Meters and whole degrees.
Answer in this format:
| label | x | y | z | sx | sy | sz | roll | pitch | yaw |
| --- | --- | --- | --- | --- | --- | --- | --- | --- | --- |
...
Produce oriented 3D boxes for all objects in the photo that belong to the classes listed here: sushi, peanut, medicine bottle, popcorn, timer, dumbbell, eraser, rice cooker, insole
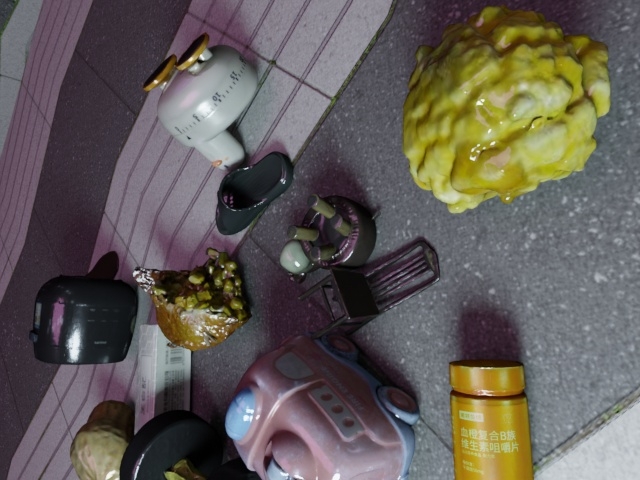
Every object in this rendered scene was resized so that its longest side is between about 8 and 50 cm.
| label | x | y | z | sx | sy | sz | roll | pitch | yaw |
| --- | --- | --- | --- | --- | --- | --- | --- | --- | --- |
| sushi | -0.272 | 0.122 | 1.039 | 0.296 | 0.166 | 0.179 | 24 | 124 | 48 |
| peanut | -0.527 | 0.496 | 1.186 | 0.159 | 0.143 | 0.291 | 66 | 169 | -24 |
| medicine bottle | 0.214 | 0.251 | 0.607 | 0.096 | 0.096 | 0.192 | -7 | 80 | 42 |
| popcorn | 0.218 | -0.151 | 0.586 | 0.249 | 0.225 | 0.250 | 3 | 94 | 59 |
| timer | -0.230 | -0.294 | 1.046 | 0.233 | 0.240 | 0.234 | -28 | 38 | 24 |
| dumbbell | -0.217 | 0.464 | 0.897 | 0.322 | 0.203 | 0.204 | 8 | 90 | 46 |
| eraser | -0.365 | 0.397 | 1.121 | 0.096 | 0.098 | 0.405 | -7 | 79 | 43 |
| rice cooker | -0.626 | 0.207 | 1.286 | 0.267 | 0.267 | 0.225 | -2 | 83 | 42 |
| insole | -0.719 | 0.126 | 1.541 | 0.327 | 0.007 | 0.111 | -29 | 65 | 37 |

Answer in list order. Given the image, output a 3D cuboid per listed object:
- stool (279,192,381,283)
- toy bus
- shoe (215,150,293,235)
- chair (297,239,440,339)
| label | x | y | z | sx | sy | sz | roll | pitch | yaw |
| --- | --- | --- | --- | --- | --- | --- | --- | --- | --- |
| stool | 0.000 | 0.000 | 0.823 | 0.217 | 0.121 | 0.125 | -29 | 67 | 31 |
| toy bus | -0.016 | 0.279 | 0.724 | 0.294 | 0.231 | 0.197 | 38 | 111 | 38 |
| shoe | -0.165 | -0.104 | 1.002 | 0.241 | 0.093 | 0.108 | -34 | 65 | 33 |
| chair | 0.075 | 0.074 | 0.753 | 0.212 | 0.101 | 0.084 | -39 | 61 | 34 |
